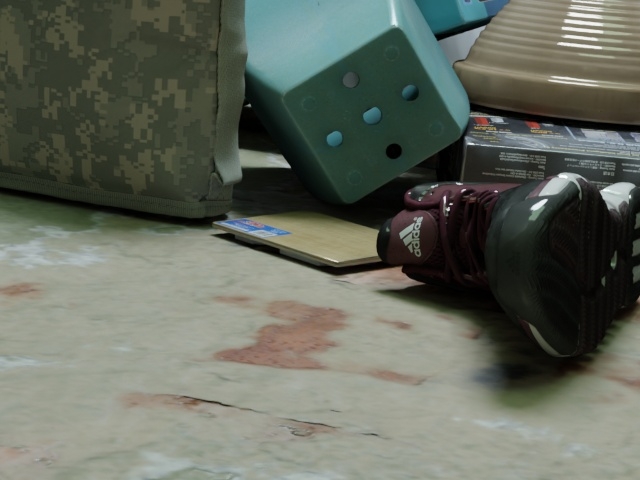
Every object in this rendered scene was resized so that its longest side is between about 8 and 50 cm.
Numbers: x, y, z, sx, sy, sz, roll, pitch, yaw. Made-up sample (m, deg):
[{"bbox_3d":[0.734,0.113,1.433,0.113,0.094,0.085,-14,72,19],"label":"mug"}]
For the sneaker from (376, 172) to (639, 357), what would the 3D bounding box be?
[{"bbox_3d":[0.100,0.010,1.105,0.163,0.106,0.281,4,2,20],"label":"sneaker"}]

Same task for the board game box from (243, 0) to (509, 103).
[{"bbox_3d":[0.011,-0.198,1.712,0.336,0.079,0.254,-16,4,23],"label":"board game box"}]

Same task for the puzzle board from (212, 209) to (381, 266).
[{"bbox_3d":[0.000,0.000,1.269,0.096,0.011,0.128,-9,18,-44],"label":"puzzle board"}]

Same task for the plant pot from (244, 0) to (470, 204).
[{"bbox_3d":[0.020,-0.131,1.425,0.165,0.165,0.234,-31,24,3],"label":"plant pot"}]

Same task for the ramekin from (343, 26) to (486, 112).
[{"bbox_3d":[0.120,-0.249,1.944,0.277,0.135,0.277,-14,18,5],"label":"ramekin"}]

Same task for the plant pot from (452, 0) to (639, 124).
[{"bbox_3d":[0.233,-0.166,1.541,0.237,0.109,0.237,4,11,-1],"label":"plant pot"}]

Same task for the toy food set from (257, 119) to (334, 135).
[{"bbox_3d":[-0.022,-0.118,1.764,0.083,0.020,0.082,2,13,-12],"label":"toy food set"}]

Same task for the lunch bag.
[{"bbox_3d":[-0.167,-0.153,1.364,0.287,0.235,0.169,14,17,31],"label":"lunch bag"}]

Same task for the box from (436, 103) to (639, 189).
[{"bbox_3d":[0.256,-0.052,1.459,0.308,0.076,0.242,5,13,-2],"label":"box"}]
